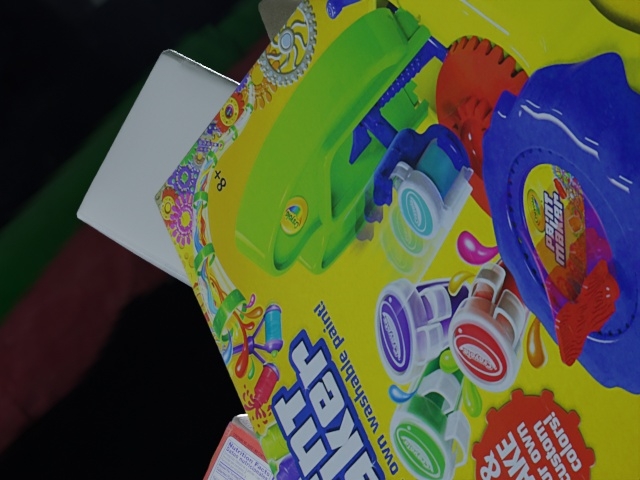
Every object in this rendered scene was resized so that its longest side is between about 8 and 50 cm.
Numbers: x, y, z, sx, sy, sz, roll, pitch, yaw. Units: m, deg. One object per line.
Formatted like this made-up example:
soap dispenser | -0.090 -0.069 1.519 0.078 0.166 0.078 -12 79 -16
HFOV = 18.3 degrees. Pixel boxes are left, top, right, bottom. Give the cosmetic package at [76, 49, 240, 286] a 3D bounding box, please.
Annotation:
cosmetic package | 0.000 0.000 1.344 0.225 0.224 0.138 29 -90 42

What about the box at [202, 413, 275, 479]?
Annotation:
box | 0.050 0.263 1.497 0.300 0.142 0.154 33 -69 26

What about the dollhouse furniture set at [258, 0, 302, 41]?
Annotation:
dollhouse furniture set | 0.063 -0.249 1.432 0.135 0.262 0.259 -32 -111 35

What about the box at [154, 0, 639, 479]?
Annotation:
box | 0.118 0.011 0.761 0.279 0.177 0.290 -51 -129 34
